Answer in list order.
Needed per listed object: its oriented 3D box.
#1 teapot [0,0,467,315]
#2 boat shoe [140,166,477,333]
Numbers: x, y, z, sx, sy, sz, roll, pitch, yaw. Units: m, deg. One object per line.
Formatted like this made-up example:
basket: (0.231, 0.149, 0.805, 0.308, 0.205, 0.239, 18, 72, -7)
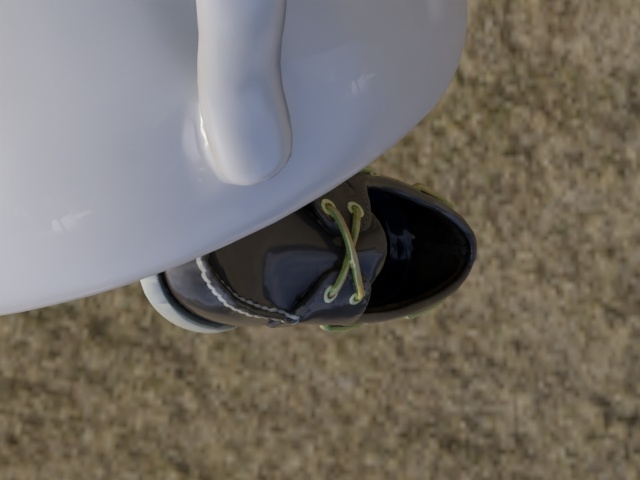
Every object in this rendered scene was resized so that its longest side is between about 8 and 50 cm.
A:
teapot: (-0.083, -0.104, 0.545, 0.256, 0.252, 0.187, -10, 114, 26)
boat shoe: (0.000, 0.000, 0.778, 0.068, 0.081, 0.227, 2, -178, 27)
